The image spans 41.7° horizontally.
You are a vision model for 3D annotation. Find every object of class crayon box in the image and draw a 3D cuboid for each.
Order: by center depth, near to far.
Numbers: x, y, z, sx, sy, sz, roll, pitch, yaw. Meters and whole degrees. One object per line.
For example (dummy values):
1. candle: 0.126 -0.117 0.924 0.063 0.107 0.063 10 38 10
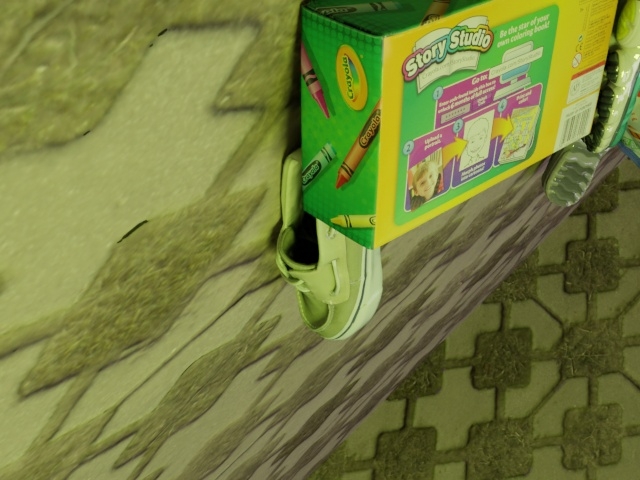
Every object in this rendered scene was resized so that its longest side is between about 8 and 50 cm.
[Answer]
1. crayon box: 0.114 -0.126 0.651 0.278 0.081 0.165 -27 133 -33

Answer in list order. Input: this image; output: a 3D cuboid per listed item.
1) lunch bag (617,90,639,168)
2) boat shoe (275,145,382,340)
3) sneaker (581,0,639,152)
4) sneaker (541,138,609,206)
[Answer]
1. lunch bag: 0.594 -0.313 1.294 0.328 0.239 0.385 -45 170 0
2. boat shoe: 0.000 0.000 0.805 0.094 0.109 0.302 -25 145 -24
3. sneaker: 0.290 -0.182 0.728 0.110 0.107 0.275 -4 142 -10
4. sneaker: 0.509 -0.206 1.622 0.281 0.105 0.115 -55 -164 12
